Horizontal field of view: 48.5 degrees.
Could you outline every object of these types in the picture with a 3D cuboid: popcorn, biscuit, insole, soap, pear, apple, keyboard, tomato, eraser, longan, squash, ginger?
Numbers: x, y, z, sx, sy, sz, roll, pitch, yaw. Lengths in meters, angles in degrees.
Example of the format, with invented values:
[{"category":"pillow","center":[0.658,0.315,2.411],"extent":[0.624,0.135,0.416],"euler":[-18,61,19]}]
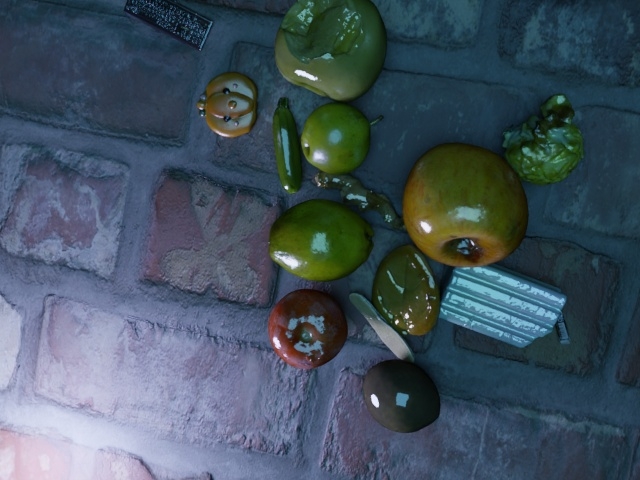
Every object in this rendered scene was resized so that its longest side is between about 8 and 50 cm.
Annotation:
[{"category":"popcorn","center":[0.535,-0.241,1.692],"extent":[0.198,0.198,0.212],"euler":[14,125,5]},{"category":"biscuit","center":[0.216,0.130,1.822],"extent":[0.203,0.041,0.259],"euler":[22,120,35]},{"category":"insole","center":[0.164,0.234,1.886],"extent":[0.248,0.081,0.011],"euler":[48,58,0]},{"category":"soap","center":[0.455,0.156,1.819],"extent":[0.290,0.095,0.172],"euler":[20,103,3]},{"category":"pear","center":[0.061,-0.261,1.771],"extent":[0.216,0.166,0.180],"euler":[-23,122,-21]},{"category":"apple","center":[0.030,-0.463,1.689],"extent":[0.279,0.279,0.278],"euler":[1,100,7]},{"category":"keyboard","center":[-0.393,-0.580,1.833],"extent":[0.230,0.025,0.093],"euler":[27,105,2]},{"category":"apple","center":[0.342,-0.089,1.692],"extent":[0.299,0.299,0.275],"euler":[11,57,5]},{"category":"tomato","center":[-0.033,0.227,1.846],"extent":[0.208,0.184,0.208],"euler":[0,97,1]},{"category":"eraser","center":[0.628,0.227,1.848],"extent":[0.027,0.019,0.099],"euler":[-15,97,24]},{"category":"longan","center":[0.211,0.407,1.849],"extent":[0.212,0.198,0.198],"euler":[45,102,-5]},{"category":"pear","center":[0.000,0.000,1.794],"extent":[0.269,0.212,0.212],"euler":[0,100,12]},{"category":"biscuit","center":[-0.244,-0.352,1.840],"extent":[0.171,0.050,0.170],"euler":[1,99,7]},{"category":"squash","center":[-0.087,-0.244,1.831],"extent":[0.066,0.066,0.251],"euler":[-7,99,8]},{"category":"ginger","center":[0.113,-0.101,1.829],"extent":[0.288,0.075,0.089],"euler":[35,79,5]}]
